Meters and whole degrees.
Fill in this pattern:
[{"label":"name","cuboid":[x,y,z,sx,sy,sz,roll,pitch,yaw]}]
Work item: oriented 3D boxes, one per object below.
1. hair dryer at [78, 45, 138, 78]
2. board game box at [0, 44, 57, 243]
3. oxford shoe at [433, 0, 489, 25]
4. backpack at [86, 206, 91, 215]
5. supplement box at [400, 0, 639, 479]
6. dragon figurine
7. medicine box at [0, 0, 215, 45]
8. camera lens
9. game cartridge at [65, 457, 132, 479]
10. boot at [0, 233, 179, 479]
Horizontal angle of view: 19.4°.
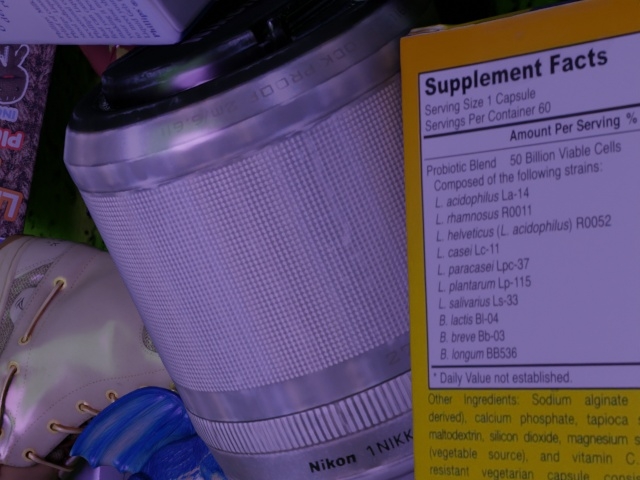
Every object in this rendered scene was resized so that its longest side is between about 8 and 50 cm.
[{"label":"hair dryer","cuboid":[-0.091,-0.203,1.268,0.293,0.080,0.223,7,86,33]},{"label":"board game box","cuboid":[-0.302,-0.150,1.491,0.232,0.141,0.291,-138,58,-66]},{"label":"oxford shoe","cuboid":[0.038,-0.105,1.184,0.096,0.083,0.227,41,118,48]},{"label":"backpack","cuboid":[-0.116,-0.064,1.355,0.120,0.101,0.098,-95,26,-66]},{"label":"supplement box","cuboid":[0.178,0.065,0.922,0.194,0.195,0.356,-4,86,50]},{"label":"dragon figurine","cuboid":[-0.104,0.155,1.223,0.289,0.085,0.144,-31,37,-3]},{"label":"medicine box","cuboid":[-0.131,-0.254,1.096,0.289,0.149,0.263,7,52,49]},{"label":"camera lens","cuboid":[0.000,0.000,1.050,0.219,0.219,0.274,-4,116,50]},{"label":"game cartridge","cuboid":[-0.241,0.168,1.521,0.294,0.060,0.196,5,92,50]},{"label":"boot","cuboid":[-0.157,0.127,1.346,0.203,0.095,0.262,3,77,28]}]
